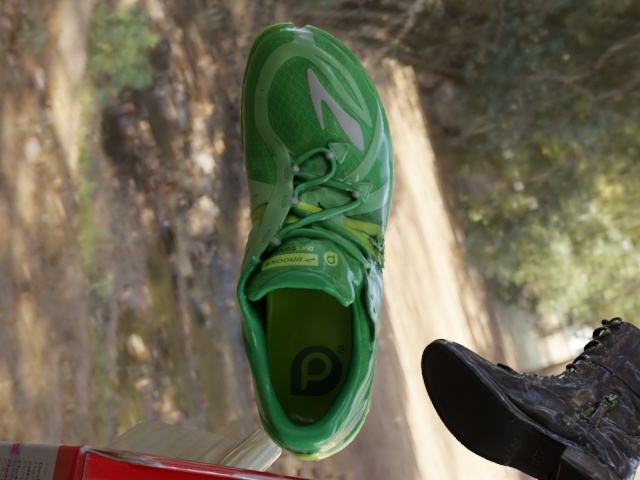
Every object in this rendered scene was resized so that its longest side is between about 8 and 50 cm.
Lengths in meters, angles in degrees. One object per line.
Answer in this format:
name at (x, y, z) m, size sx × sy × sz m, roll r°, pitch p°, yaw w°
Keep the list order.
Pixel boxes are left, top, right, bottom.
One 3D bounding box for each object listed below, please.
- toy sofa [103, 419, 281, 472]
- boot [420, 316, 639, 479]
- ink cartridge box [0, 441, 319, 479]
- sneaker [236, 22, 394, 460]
toy sofa at (-0.091, 0.328, 0.874) m, size 0.150 × 0.177 × 0.363 m, roll -29°, pitch 124°, yaw -70°
boot at (0.253, 0.147, 1.217) m, size 0.263 × 0.229 × 0.091 m, roll 40°, pitch -42°, yaw 12°
ink cartridge box at (-0.080, 0.137, 0.539) m, size 0.134 × 0.231 × 0.078 m, roll 15°, pitch 75°, yaw -31°
sneaker at (0.000, 0.000, 0.791) m, size 0.123 × 0.109 × 0.296 m, roll 98°, pitch -11°, yaw -89°
